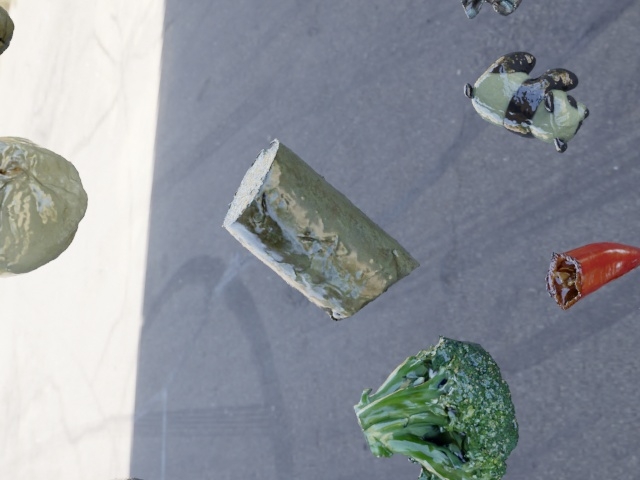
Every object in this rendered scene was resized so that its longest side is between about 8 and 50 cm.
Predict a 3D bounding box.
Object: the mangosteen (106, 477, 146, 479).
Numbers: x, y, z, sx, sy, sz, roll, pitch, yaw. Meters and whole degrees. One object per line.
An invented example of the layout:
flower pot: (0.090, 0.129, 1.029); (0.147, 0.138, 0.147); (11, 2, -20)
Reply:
mangosteen: (-0.219, 0.397, 0.966); (0.250, 0.211, 0.212); (19, 102, 49)

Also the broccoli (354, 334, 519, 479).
broccoli: (0.178, 0.277, 1.268); (0.295, 0.245, 0.265); (86, 174, -57)

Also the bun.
bun: (-0.428, -0.057, 1.130); (0.134, 0.220, 0.221); (101, 159, -52)

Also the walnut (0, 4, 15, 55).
walnut: (-0.424, -0.261, 1.031); (0.092, 0.092, 0.092); (-21, 66, 61)

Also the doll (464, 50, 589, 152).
doll: (0.396, -0.259, 1.582); (0.234, 0.135, 0.144); (30, 137, 28)

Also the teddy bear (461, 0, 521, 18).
teddy bear: (0.232, -0.390, 1.027); (0.111, 0.133, 0.213); (166, 109, -66)

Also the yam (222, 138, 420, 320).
yam: (0.000, 0.000, 1.255); (0.168, 0.304, 0.168); (-44, 15, 16)

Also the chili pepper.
chili pepper: (0.411, 0.039, 1.202); (0.065, 0.168, 0.088); (47, 141, 43)
